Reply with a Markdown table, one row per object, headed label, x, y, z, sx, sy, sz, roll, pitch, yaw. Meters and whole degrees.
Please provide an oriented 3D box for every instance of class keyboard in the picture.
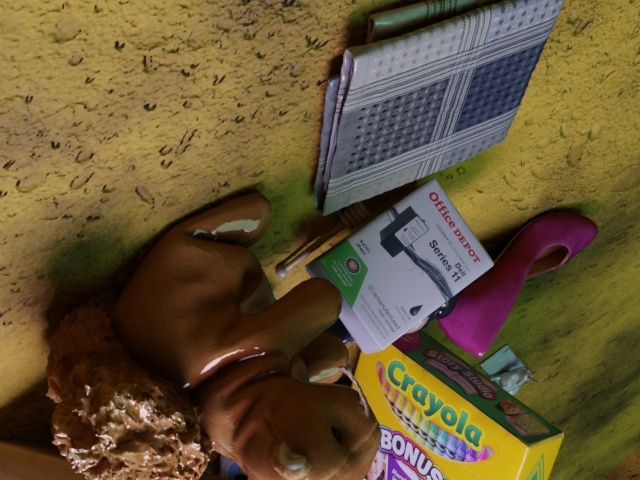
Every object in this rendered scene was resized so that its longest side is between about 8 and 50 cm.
| label | x | y | z | sx | sy | sz | roll | pitch | yaw |
| --- | --- | --- | --- | --- | --- | --- | --- | --- | --- |
| keyboard | 0.399 | 0.277 | 2.361 | 0.072 | 0.014 | 0.256 | -32 | 151 | 8 |

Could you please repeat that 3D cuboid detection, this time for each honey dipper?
| label | x | y | z | sx | sy | sz | roll | pitch | yaw |
| --- | --- | --- | --- | --- | --- | --- | --- | --- | --- |
| honey dipper | 0.000 | 0.000 | 1.535 | 0.160 | 0.030 | 0.030 | -36 | 151 | 14 |

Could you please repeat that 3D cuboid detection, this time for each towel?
| label | x | y | z | sx | sy | sz | roll | pitch | yaw |
| --- | --- | --- | --- | --- | --- | --- | --- | --- | --- |
| towel | 0.137 | -0.184 | 1.383 | 0.324 | 0.056 | 0.312 | -23 | 152 | -23 |

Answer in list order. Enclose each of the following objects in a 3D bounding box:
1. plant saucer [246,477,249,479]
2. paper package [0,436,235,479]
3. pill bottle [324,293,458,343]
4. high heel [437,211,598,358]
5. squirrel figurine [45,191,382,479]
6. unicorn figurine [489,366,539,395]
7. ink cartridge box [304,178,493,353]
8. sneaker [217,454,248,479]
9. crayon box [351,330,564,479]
| label | x | y | z | sx | sy | sz | roll | pitch | yaw |
| --- | --- | --- | --- | --- | --- | --- | --- | --- | --- |
| plant saucer | -0.049 | 0.415 | 1.922 | 0.332 | 0.084 | 0.332 | -56 | 159 | -35 |
| paper package | -0.282 | 0.381 | 1.499 | 0.309 | 0.324 | 0.168 | 24 | 74 | -57 |
| pill bottle | 0.100 | 0.083 | 1.656 | 0.219 | 0.123 | 0.123 | -5 | 140 | -41 |
| high heel | 0.345 | 0.076 | 1.829 | 0.377 | 0.181 | 0.127 | -20 | 148 | -23 |
| squirrel figurine | -0.130 | 0.197 | 1.343 | 0.397 | 0.370 | 0.281 | -20 | 149 | -22 |
| unicorn figurine | 0.396 | 0.306 | 2.342 | 0.111 | 0.060 | 0.162 | -29 | 168 | 2 |
| ink cartridge box | 0.110 | 0.034 | 1.518 | 0.208 | 0.153 | 0.087 | -36 | -179 | -17 |
| sneaker | -0.142 | 0.436 | 1.984 | 0.085 | 0.086 | 0.237 | -22 | 150 | -20 |
| crayon box | 0.190 | 0.353 | 1.816 | 0.106 | 0.363 | 0.313 | -11 | 123 | -41 |
